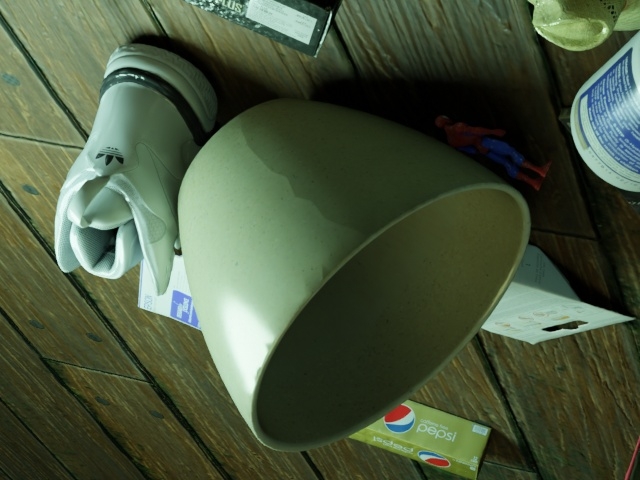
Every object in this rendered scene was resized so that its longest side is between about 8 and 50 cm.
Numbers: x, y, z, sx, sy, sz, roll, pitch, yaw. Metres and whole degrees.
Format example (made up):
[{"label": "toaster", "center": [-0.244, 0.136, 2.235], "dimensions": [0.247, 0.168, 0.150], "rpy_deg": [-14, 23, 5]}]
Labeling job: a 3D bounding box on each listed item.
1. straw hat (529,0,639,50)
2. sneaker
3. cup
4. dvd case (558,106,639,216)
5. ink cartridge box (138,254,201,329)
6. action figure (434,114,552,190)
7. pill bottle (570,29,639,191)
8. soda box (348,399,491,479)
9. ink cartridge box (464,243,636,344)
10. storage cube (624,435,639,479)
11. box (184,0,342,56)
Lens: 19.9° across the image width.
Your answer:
[{"label": "straw hat", "center": [0.202, -0.184, 1.432], "dimensions": [0.144, 0.061, 0.144], "rpy_deg": [18, 156, 9]}, {"label": "sneaker", "center": [-0.170, -0.024, 1.893], "dimensions": [0.137, 0.210, 0.366], "rpy_deg": [14, 154, 19]}, {"label": "cup", "center": [0.000, 0.000, 1.735], "dimensions": [0.237, 0.331, 0.331], "rpy_deg": [48, 167, 28]}, {"label": "dvd case", "center": [0.340, -0.070, 1.598], "dimensions": [0.221, 0.018, 0.164], "rpy_deg": [-1, 146, 42]}, {"label": "ink cartridge box", "center": [-0.119, 0.066, 2.232], "dimensions": [0.208, 0.045, 0.206], "rpy_deg": [21, 156, 1]}, {"label": "action figure", "center": [0.159, -0.087, 1.704], "dimensions": [0.115, 0.030, 0.038], "rpy_deg": [26, 150, 5]}, {"label": "pill bottle", "center": [0.282, -0.120, 1.431], "dimensions": [0.112, 0.112, 0.187], "rpy_deg": [26, 156, -7]}, {"label": "soda box", "center": [0.128, 0.250, 2.379], "dimensions": [0.181, 0.058, 0.061], "rpy_deg": [19, 155, 10]}, {"label": "ink cartridge box", "center": [0.196, 0.051, 1.952], "dimensions": [0.224, 0.056, 0.181], "rpy_deg": [14, 162, -29]}, {"label": "storage cube", "center": [0.432, 0.328, 2.099], "dimensions": [0.183, 0.215, 0.193], "rpy_deg": [17, 161, 12]}, {"label": "box", "center": [-0.052, -0.250, 1.413], "dimensions": [0.180, 0.147, 0.077], "rpy_deg": [24, 155, 0]}]
